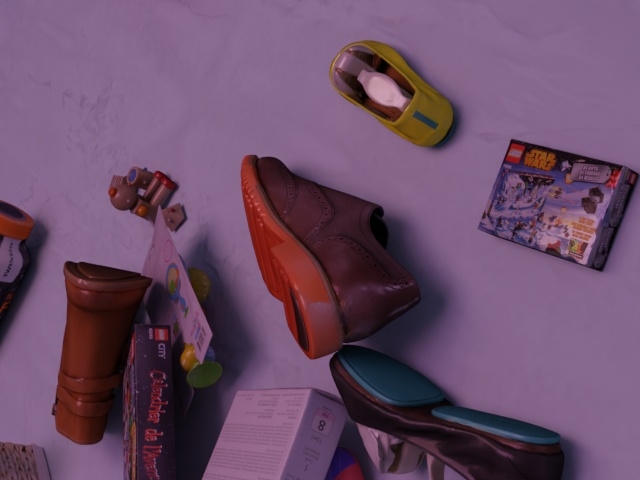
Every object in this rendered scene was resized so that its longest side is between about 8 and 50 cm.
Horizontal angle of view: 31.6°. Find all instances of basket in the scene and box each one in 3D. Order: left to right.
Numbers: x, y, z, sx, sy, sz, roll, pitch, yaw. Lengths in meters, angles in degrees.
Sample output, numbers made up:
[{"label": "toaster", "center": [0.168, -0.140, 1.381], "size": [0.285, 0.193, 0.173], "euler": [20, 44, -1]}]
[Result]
[{"label": "basket", "center": [-0.435, 0.366, 1.540], "size": [0.113, 0.103, 0.167], "euler": [-49, 43, 22]}]

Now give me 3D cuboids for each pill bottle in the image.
[{"label": "pill bottle", "center": [-0.537, 0.058, 1.765], "size": [0.130, 0.130, 0.246], "euler": [41, 106, 49]}]

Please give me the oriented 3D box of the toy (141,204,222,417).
[{"label": "toy", "center": [-0.162, 0.082, 1.375], "size": [0.237, 0.056, 0.137], "euler": [-115, 36, -46]}]

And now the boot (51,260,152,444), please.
[{"label": "boot", "center": [-0.288, 0.142, 1.403], "size": [0.283, 0.109, 0.220], "euler": [166, 117, -75]}]

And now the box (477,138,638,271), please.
[{"label": "box", "center": [0.214, -0.035, 1.034], "size": [0.137, 0.027, 0.094], "euler": [23, 93, 50]}]

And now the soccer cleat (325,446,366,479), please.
[{"label": "soccer cleat", "center": [-0.018, 0.320, 1.093], "size": [0.083, 0.095, 0.248], "euler": [4, 77, 49]}]

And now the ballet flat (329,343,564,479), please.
[{"label": "ballet flat", "center": [0.096, 0.179, 1.032], "size": [0.280, 0.095, 0.096], "euler": [21, 102, 50]}]

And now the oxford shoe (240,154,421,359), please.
[{"label": "oxford shoe", "center": [0.000, 0.000, 1.217], "size": [0.364, 0.132, 0.130], "euler": [-120, 16, -56]}]

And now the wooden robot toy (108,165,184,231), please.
[{"label": "wooden robot toy", "center": [-0.252, -0.066, 1.535], "size": [0.173, 0.079, 0.076], "euler": [37, 102, 49]}]

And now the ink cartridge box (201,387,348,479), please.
[{"label": "ink cartridge box", "center": [-0.070, 0.262, 1.139], "size": [0.189, 0.066, 0.232], "euler": [-15, 53, 62]}]

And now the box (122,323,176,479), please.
[{"label": "box", "center": [-0.201, 0.236, 1.314], "size": [0.159, 0.044, 0.233], "euler": [112, 156, -54]}]

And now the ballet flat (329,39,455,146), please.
[{"label": "ballet flat", "center": [0.060, -0.173, 1.228], "size": [0.077, 0.077, 0.231], "euler": [-60, 40, 13]}]
